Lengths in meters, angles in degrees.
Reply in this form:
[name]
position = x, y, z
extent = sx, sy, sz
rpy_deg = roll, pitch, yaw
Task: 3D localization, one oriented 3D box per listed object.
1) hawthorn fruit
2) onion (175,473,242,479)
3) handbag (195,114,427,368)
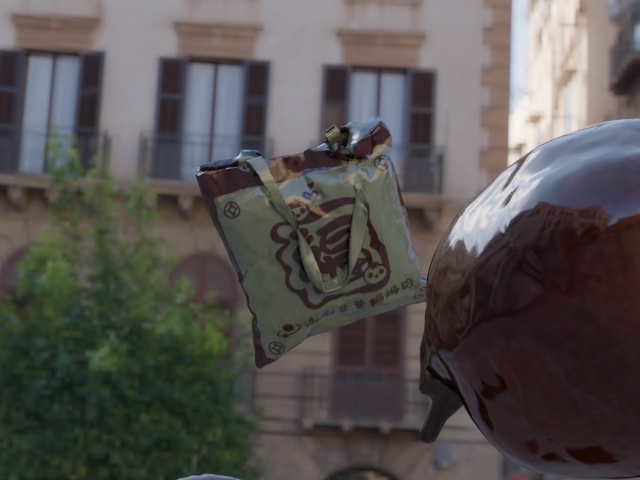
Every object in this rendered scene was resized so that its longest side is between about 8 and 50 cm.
[hawthorn fruit]
position = 0.151, 0.051, 0.854
extent = 0.248, 0.208, 0.208
rpy_deg = -29, -25, 23
[onion]
position = -0.181, 0.500, 2.268
extent = 0.272, 0.272, 0.195
rpy_deg = 6, -16, -13
[handbag]
position = 0.000, 0.000, 1.537
extent = 0.213, 0.235, 0.127
rpy_deg = -18, 22, -1
